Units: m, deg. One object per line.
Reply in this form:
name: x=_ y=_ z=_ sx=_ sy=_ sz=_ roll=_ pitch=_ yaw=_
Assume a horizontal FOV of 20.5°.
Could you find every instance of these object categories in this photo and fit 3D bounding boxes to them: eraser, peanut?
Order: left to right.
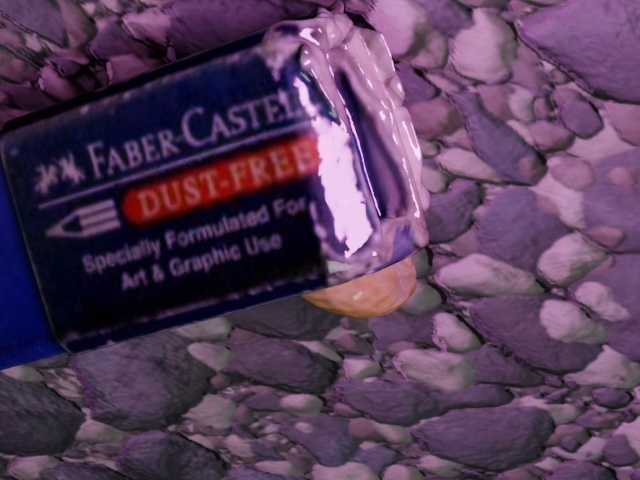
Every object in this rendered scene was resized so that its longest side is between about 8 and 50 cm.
eraser: x=-0.103 y=-0.023 z=1.055 sx=0.332 sy=0.155 sz=0.101 roll=-16 pitch=-178 yaw=29
peanut: x=0.000 y=0.000 z=1.148 sx=0.080 sy=0.080 sz=0.174 roll=-23 pitch=139 yaw=35
